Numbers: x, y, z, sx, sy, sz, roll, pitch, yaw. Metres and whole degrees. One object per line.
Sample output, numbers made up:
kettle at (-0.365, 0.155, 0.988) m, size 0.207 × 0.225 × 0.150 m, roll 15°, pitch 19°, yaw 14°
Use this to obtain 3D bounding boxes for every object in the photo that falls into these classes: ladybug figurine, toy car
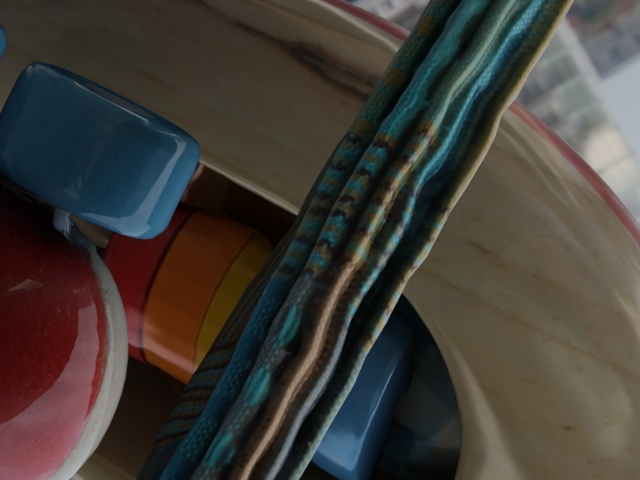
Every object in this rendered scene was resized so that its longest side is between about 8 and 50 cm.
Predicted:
ladybug figurine at (-0.003, 0.023, 0.902) m, size 0.162 × 0.449 × 0.305 m, roll -39°, pitch 155°, yaw -50°
toy car at (-0.202, 0.007, 0.677) m, size 0.238 × 0.210 × 0.219 m, roll 20°, pitch 100°, yaw -59°

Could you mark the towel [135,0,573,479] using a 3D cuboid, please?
towel at (0.000, 0.000, 0.556) m, size 0.370 × 0.040 × 0.271 m, roll -59°, pitch -177°, yaw -20°
